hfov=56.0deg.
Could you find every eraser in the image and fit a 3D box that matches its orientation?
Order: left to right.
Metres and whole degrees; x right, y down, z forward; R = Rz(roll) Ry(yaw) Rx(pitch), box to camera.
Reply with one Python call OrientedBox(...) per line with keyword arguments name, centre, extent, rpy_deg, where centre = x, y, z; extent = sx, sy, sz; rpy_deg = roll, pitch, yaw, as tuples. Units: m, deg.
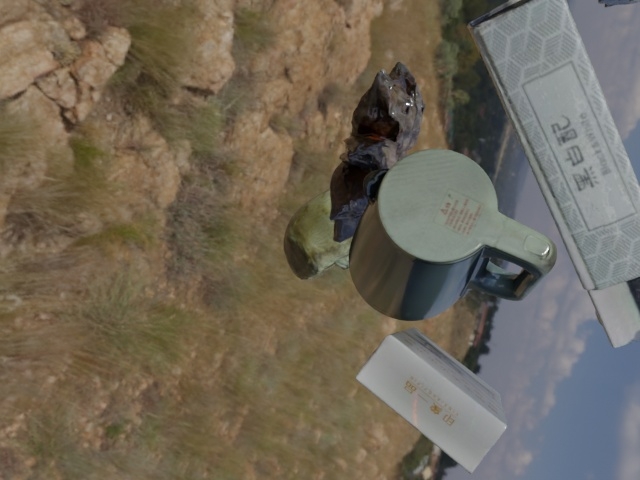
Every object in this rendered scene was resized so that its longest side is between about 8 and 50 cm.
OrientedBox(name="eraser", centre=(0.290, -0.075, 0.671), extent=(0.404, 0.096, 0.098), rpy_deg=(60, 21, -15))

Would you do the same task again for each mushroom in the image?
OrientedBox(name="mushroom", centre=(-0.002, -0.008, 1.443), extent=(0.164, 0.267, 0.189), rpy_deg=(-26, 92, -29))

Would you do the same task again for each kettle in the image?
OrientedBox(name="kettle", centre=(0.136, 0.010, 0.666), extent=(0.160, 0.211, 0.243), rpy_deg=(-58, 172, -11))

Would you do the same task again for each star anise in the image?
OrientedBox(name="star anise", centre=(0.099, -0.142, 1.037), extent=(0.331, 0.118, 0.331), rpy_deg=(-59, 165, -25))

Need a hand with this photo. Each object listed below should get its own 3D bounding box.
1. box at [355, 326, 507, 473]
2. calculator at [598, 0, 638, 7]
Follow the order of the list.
OrientedBox(name="box", centre=(0.137, 0.173, 0.709), extent=(0.067, 0.149, 0.233), rpy_deg=(-51, 164, 5))
OrientedBox(name="calculator", centre=(0.576, -0.427, 0.948), extent=(0.177, 0.268, 0.040), rpy_deg=(-15, 89, -37))
